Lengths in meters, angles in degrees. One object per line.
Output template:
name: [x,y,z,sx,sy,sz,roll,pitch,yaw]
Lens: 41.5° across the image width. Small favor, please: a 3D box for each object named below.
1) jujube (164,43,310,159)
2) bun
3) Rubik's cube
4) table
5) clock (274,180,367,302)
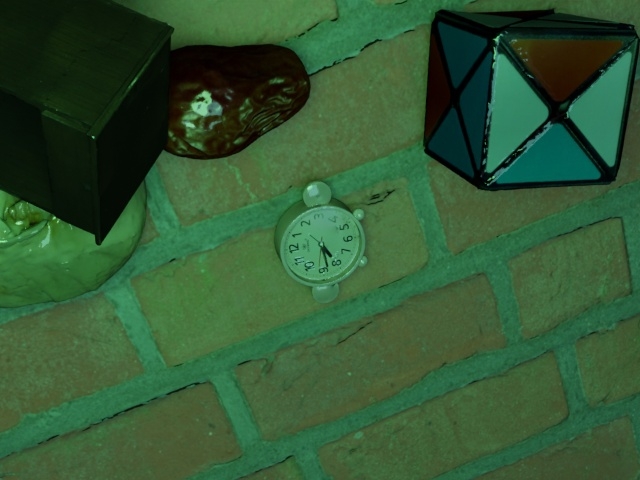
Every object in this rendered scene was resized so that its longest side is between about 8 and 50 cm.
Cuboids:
jujube: [-0.145,-0.220,1.278,0.255,0.190,0.189,-24,116,-18]
bun: [-0.443,-0.050,1.255,0.361,0.213,0.360,-4,110,-12]
Rubik's cube: [0.323,-0.233,1.349,0.250,0.248,0.246,-4,113,-13]
table: [-0.358,-0.182,1.068,0.282,0.196,0.250,25,150,1]
clock: [0.000,0.000,1.467,0.156,0.063,0.229,-12,116,-12]
